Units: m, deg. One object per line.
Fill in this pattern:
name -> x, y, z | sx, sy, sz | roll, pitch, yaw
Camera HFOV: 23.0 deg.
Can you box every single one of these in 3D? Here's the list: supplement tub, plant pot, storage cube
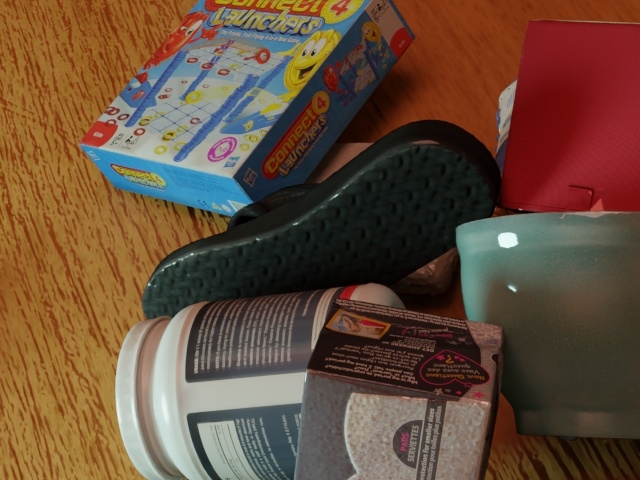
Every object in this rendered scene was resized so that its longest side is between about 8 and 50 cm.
supplement tub -> -0.046, 0.149, 1.575 | 0.272, 0.191, 0.191 | -7, 52, 18
plant pot -> 0.269, 0.088, 1.453 | 0.293, 0.293, 0.196 | -1, 82, 23
storage cube -> 0.310, -0.106, 1.566 | 0.215, 0.184, 0.193 | 10, 90, 39

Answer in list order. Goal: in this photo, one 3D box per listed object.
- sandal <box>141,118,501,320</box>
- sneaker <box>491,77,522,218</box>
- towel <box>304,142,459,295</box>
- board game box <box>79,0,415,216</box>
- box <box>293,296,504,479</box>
sandal -> 0.003, 0.001, 1.647 | 0.446, 0.167, 0.107 | -27, 27, 31
sneaker -> 0.243, -0.112, 1.734 | 0.131, 0.112, 0.296 | 8, 54, 49
towel -> 0.039, -0.026, 1.774 | 0.282, 0.049, 0.187 | 5, 58, 27
board game box -> -0.092, -0.178, 1.880 | 0.308, 0.086, 0.302 | 14, 60, 46
box -> 0.064, 0.200, 1.382 | 0.163, 0.247, 0.142 | 10, 27, 7
